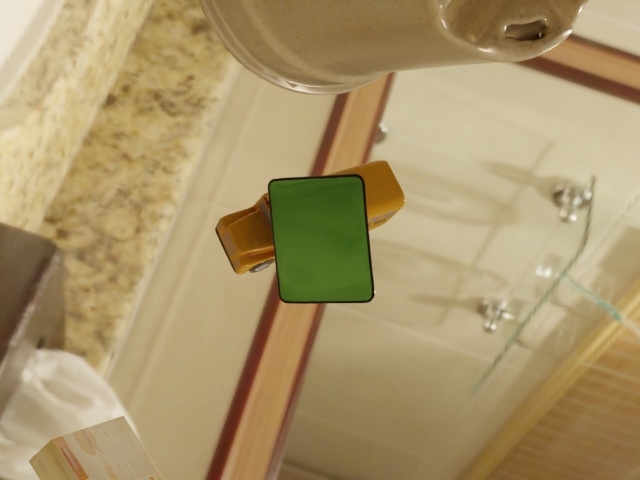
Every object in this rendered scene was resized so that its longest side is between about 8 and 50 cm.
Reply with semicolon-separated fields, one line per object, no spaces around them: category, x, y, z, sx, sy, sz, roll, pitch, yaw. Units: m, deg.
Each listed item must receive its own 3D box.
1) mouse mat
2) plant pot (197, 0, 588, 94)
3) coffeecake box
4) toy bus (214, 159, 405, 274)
mouse mat;0.000;0.000;1.412;0.007;0.152;0.190;-30;116;-65
plant pot;0.088;-0.291;0.915;0.305;0.334;0.334;21;-87;54
coffeecake box;-0.370;0.387;1.627;0.068;0.142;0.185;-43;164;22
toy bus;-0.018;-0.045;1.770;0.108;0.332;0.130;65;-31;12
